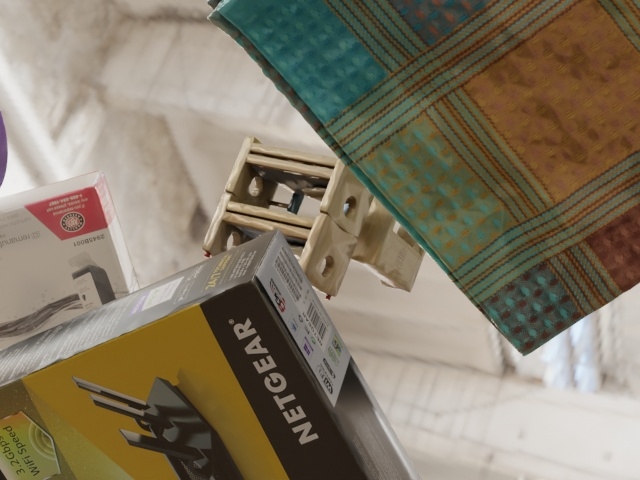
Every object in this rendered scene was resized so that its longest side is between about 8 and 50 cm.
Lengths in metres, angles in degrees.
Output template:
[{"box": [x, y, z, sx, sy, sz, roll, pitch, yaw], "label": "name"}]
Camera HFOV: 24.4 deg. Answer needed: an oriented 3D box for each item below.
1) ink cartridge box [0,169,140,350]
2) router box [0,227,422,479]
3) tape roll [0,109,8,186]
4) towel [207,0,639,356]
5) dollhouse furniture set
[{"box": [-0.277, 0.055, 1.570, 0.158, 0.092, 0.218, -16, -75, 0], "label": "ink cartridge box"}, {"box": [-0.064, 0.177, 0.929, 0.243, 0.081, 0.309, -24, -73, 20], "label": "router box"}, {"box": [-0.414, -0.112, 1.524, 0.189, 0.080, 0.189, 18, -60, 34], "label": "tape roll"}, {"box": [0.130, -0.112, 1.058, 0.271, 0.040, 0.370, -36, -78, 28], "label": "towel"}, {"box": [0.000, 0.000, 1.476, 0.129, 0.129, 0.183, 13, -15, 36], "label": "dollhouse furniture set"}]
